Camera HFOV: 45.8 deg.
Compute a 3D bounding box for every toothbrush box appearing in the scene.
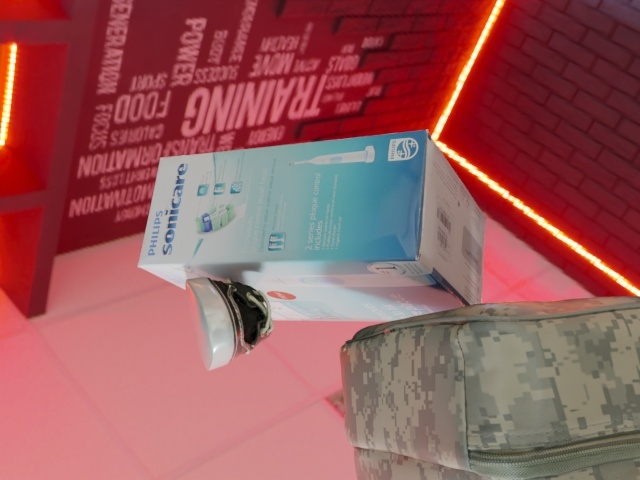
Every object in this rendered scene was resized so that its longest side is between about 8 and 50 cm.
[{"bbox_3d":[0.000,0.000,0.786,0.295,0.216,0.126,-1,-110,26],"label":"toothbrush box"}]

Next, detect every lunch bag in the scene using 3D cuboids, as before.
[{"bbox_3d":[0.153,0.183,0.592,0.212,0.305,0.256,0,-100,-20],"label":"lunch bag"}]

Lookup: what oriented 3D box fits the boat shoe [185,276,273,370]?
[{"bbox_3d":[-0.081,0.066,0.684,0.070,0.078,0.219,-13,179,-10],"label":"boat shoe"}]
